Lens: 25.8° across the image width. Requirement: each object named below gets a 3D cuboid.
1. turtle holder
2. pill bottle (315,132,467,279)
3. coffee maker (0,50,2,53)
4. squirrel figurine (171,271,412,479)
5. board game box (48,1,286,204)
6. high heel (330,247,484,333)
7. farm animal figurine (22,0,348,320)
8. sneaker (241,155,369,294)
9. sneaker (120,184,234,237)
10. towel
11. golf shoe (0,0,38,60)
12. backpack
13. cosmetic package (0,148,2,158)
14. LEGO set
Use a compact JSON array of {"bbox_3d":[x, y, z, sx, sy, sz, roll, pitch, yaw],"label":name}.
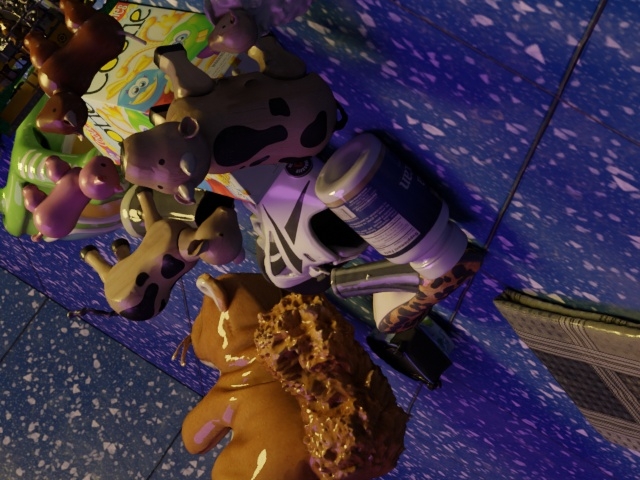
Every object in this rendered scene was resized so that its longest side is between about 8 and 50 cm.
[{"bbox_3d":[-0.322,-0.121,1.853,0.227,0.243,0.320,10,158,-13],"label":"turtle holder"},{"bbox_3d":[0.083,-0.033,1.558,0.169,0.094,0.094,41,162,-22],"label":"pill bottle"},{"bbox_3d":[-0.554,-0.296,2.031,0.178,0.120,0.171,-2,118,61],"label":"coffee maker"},{"bbox_3d":[-0.047,0.199,2.072,0.281,0.370,0.397,1,155,-38],"label":"squirrel figurine"},{"bbox_3d":[-0.157,-0.161,1.570,0.275,0.144,0.142,16,155,44],"label":"board game box"},{"bbox_3d":[0.149,0.058,1.755,0.186,0.093,0.261,-11,166,24],"label":"high heel"},{"bbox_3d":[-0.119,-0.081,1.313,0.172,0.327,0.330,50,160,41],"label":"farm animal figurine"},{"bbox_3d":[0.000,0.000,1.756,0.146,0.122,0.330,29,163,23],"label":"sneaker"},{"bbox_3d":[-0.129,-0.076,1.666,0.118,0.222,0.083,3,131,34],"label":"sneaker"},{"bbox_3d":[0.393,0.175,1.656,0.324,0.056,0.312,14,151,54],"label":"towel"},{"bbox_3d":[-0.420,-0.295,1.845,0.198,0.077,0.094,34,180,9],"label":"golf shoe"},{"bbox_3d":[0.129,0.146,1.981,0.105,0.084,0.114,45,164,-20],"label":"backpack"},{"bbox_3d":[-0.817,-0.186,2.418,0.394,0.327,0.329,34,163,5],"label":"cosmetic package"},{"bbox_3d":[-0.322,-0.259,1.376,0.192,0.331,0.255,37,-176,-3],"label":"LEGO set"}]
